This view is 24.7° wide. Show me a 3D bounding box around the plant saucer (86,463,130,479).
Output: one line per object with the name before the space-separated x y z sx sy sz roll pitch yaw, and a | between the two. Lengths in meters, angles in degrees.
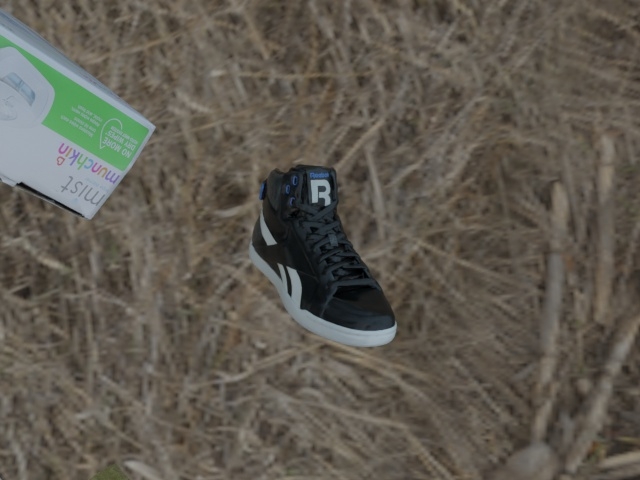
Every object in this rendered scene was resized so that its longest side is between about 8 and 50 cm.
plant saucer | -0.167 0.263 1.068 0.045 0.188 0.188 2 85 -11

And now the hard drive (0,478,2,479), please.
hard drive | -0.332 0.344 1.457 0.064 0.237 0.339 -27 122 11

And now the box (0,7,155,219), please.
box | -0.333 -0.159 1.416 0.127 0.231 0.262 -54 141 2

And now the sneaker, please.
sneaker | 0.000 0.000 1.321 0.079 0.217 0.121 -7 119 -31
